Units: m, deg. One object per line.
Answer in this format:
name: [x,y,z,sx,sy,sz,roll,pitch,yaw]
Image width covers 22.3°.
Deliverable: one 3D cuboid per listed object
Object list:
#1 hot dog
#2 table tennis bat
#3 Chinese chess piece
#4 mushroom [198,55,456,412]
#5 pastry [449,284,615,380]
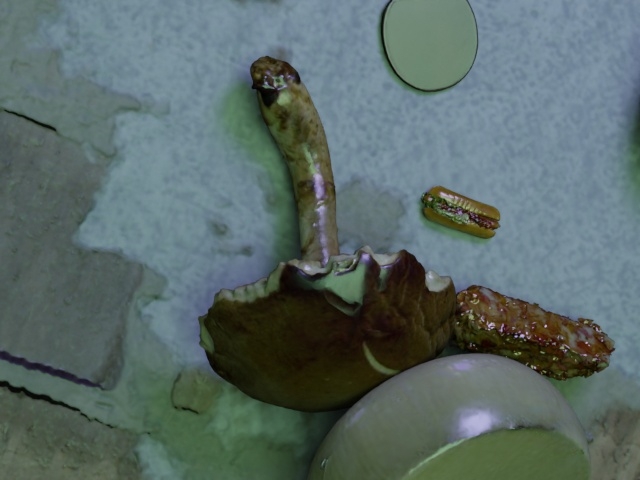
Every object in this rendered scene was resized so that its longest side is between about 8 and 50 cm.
hot dog: [0.136,-0.027,1.566,0.083,0.021,0.037,17,88,-14]
table tennis bat: [0.101,-0.221,1.554,0.095,0.014,0.158,-12,97,-10]
Chinese chess piece: [0.115,0.223,1.468,0.273,0.102,0.273,-16,134,-18]
mushroom: [0.026,0.011,1.479,0.233,0.208,0.302,33,71,-52]
pastry: [0.197,0.095,1.556,0.169,0.087,0.063,20,122,-12]
